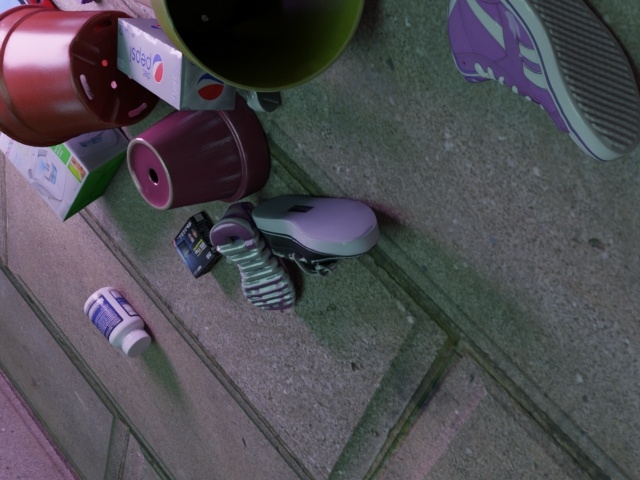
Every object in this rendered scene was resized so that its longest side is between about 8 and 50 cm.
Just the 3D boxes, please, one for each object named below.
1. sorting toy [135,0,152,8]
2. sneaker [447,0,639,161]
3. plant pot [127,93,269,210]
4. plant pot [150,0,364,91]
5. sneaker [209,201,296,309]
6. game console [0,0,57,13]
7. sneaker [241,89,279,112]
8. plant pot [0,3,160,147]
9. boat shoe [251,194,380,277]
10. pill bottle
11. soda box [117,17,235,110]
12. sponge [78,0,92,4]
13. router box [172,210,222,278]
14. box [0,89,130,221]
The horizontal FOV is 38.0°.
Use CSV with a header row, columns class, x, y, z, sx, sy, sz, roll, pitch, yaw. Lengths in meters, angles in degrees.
class,x,y,z,sx,sy,sz,roll,pitch,yaw
sorting toy,-0.274,-0.475,1.548,0.193,0.038,0.208,32,140,36
sneaker,0.239,-0.191,1.038,0.282,0.102,0.161,65,150,14
plant pot,-0.217,-0.143,1.575,0.201,0.180,0.201,31,134,37
plant pot,-0.124,-0.351,1.276,0.293,0.274,0.275,27,135,63
sneaker,-0.107,0.023,1.639,0.095,0.105,0.236,-14,128,19
game console,-0.694,-0.489,2.054,0.387,0.060,0.342,53,145,14
sneaker,-0.117,-0.272,1.468,0.061,0.053,0.152,6,118,54
plant pot,-0.444,-0.306,1.703,0.265,0.272,0.273,6,118,42
boat shoe,-0.003,0.002,1.464,0.306,0.113,0.105,9,127,52
pill bottle,-0.483,0.199,2.233,0.169,0.094,0.094,44,142,24
soda box,-0.237,-0.290,1.506,0.286,0.098,0.091,36,126,51
sponge,-0.453,-0.552,1.722,0.117,0.031,0.210,50,144,16
router box,-0.238,0.010,1.834,0.092,0.038,0.122,55,145,8
box,-0.549,-0.205,1.985,0.231,0.126,0.262,50,145,-1
